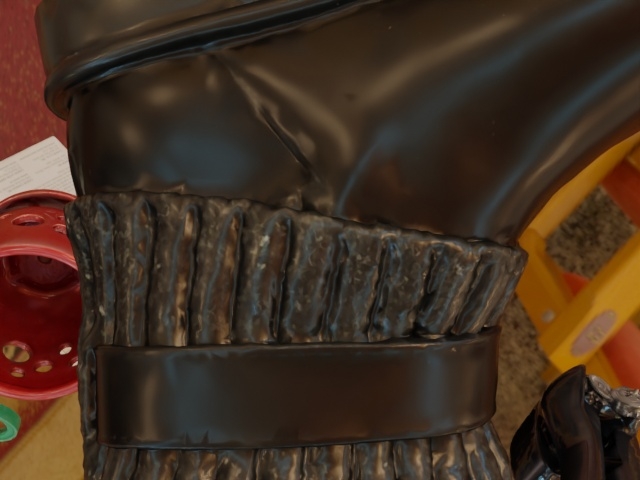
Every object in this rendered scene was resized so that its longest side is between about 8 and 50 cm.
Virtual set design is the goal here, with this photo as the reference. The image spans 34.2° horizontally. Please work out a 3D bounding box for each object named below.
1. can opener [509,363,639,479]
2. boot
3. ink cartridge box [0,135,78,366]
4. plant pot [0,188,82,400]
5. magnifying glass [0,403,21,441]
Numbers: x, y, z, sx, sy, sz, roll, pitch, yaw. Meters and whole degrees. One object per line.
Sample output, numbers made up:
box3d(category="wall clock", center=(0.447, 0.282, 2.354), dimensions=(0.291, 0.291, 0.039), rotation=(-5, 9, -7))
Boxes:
box3d(category="can opener", center=(0.134, 0.118, 0.499), dimensions=(0.059, 0.186, 0.073), rotation=(26, 108, -3))
box3d(category="boot", center=(0.064, 0.013, 0.394), dimensions=(0.347, 0.131, 0.260), rotation=(-12, 80, 8))
box3d(category="ink cartridge box", center=(-0.418, 0.042, 1.661), dimensions=(0.385, 0.308, 0.091), rotation=(48, 128, 1))
box3d(category="plant pot", center=(-0.307, 0.051, 1.129), dimensions=(0.191, 0.174, 0.191), rotation=(-4, 116, -7))
box3d(category="magnifying glass", center=(-0.494, 0.222, 1.312), dimensions=(0.230, 0.026, 0.092), rotation=(5, 144, 5))
